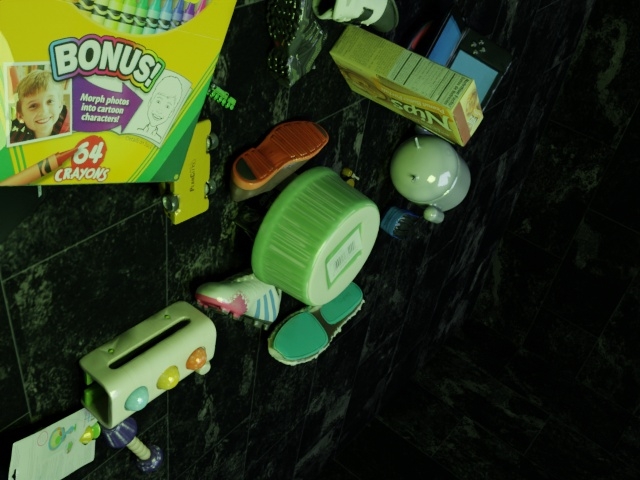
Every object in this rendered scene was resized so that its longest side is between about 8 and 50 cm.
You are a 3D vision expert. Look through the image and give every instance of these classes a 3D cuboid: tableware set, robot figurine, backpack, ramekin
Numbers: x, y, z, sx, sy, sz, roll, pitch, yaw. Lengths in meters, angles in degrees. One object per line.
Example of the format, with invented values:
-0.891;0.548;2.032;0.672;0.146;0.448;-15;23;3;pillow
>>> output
0.039;-0.123;1.820;0.154;0.024;0.104;-58;152;2;tableware set
0.327;-0.197;2.048;0.353;0.200;0.299;20;61;-65;robot figurine
0.238;-0.058;2.163;0.120;0.101;0.097;7;111;-59;backpack
0.000;0.000;1.545;0.303;0.148;0.303;-43;153;-29;ramekin

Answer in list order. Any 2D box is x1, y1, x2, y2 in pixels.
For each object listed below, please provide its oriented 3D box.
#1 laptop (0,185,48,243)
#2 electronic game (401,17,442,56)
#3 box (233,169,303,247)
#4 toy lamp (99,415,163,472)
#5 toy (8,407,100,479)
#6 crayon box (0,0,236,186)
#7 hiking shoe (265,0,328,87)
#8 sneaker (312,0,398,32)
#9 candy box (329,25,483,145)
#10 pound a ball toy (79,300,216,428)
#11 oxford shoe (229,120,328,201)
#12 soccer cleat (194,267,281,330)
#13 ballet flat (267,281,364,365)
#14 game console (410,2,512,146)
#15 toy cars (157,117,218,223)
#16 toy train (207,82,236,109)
-0.485;-0.103;0.882;0.265;0.136;0.234;-9;131;-26;laptop
0.259;-0.466;1.794;0.229;0.048;0.229;-42;151;-30;electronic game
-0.095;-0.063;1.570;0.180;0.078;0.147;-52;155;-12;box
-0.427;0.453;1.555;0.080;0.080;0.274;-48;155;-20;toy lamp
-0.526;0.404;1.331;0.237;0.056;0.136;-13;114;-66;toy
-0.278;-0.227;0.824;0.363;0.106;0.313;-11;128;-59;crayon box
-0.038;-0.400;1.285;0.114;0.086;0.226;-40;159;-32;hiking shoe
0.051;-0.480;1.343;0.146;0.122;0.330;-42;158;8;sneaker
0.188;-0.337;1.491;0.087;0.317;0.183;-57;156;-2;candy box
-0.336;0.278;1.452;0.319;0.136;0.208;-31;144;-44;pound a ball toy
-0.093;-0.172;1.461;0.271;0.097;0.098;-34;166;-35;oxford shoe
-0.184;0.114;1.600;0.331;0.116;0.143;39;68;-67;soccer cleat
-0.021;0.257;2.030;0.409;0.147;0.146;-31;144;-43;ballet flat
0.358;-0.420;1.795;0.293;0.250;0.173;-62;-170;7;game console
-0.281;-0.167;1.106;0.176;0.087;0.393;-56;152;-7;toy cars
-0.180;-0.263;1.255;0.023;0.017;0.083;-68;155;-2;toy train
